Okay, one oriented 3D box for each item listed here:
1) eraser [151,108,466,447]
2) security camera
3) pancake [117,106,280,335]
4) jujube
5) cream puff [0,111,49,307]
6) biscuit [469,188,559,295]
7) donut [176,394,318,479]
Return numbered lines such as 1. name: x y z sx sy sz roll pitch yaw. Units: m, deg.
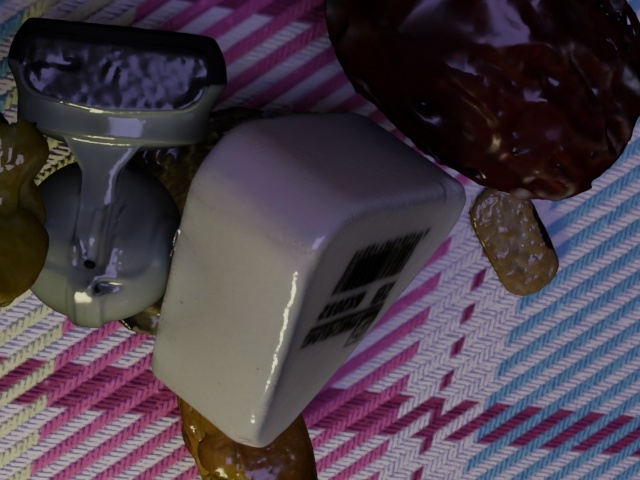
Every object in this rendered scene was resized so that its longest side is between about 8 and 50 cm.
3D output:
1. eraser: 0.000 0.000 1.562 0.150 0.331 0.331 34 103 17
2. security camera: -0.193 -0.056 1.523 0.197 0.191 0.277 5 97 -6
3. pancake: -0.090 -0.004 1.706 0.288 0.033 0.286 -43 121 4
4. jujube: 0.160 -0.196 1.584 0.258 0.258 0.376 -46 116 6
5. cream puff: -0.392 -0.022 1.404 0.269 0.323 0.274 -19 128 -33
6. biscuit: 0.212 0.000 1.817 0.071 0.018 0.147 -31 121 -1
7. donut: -0.073 0.226 1.713 0.113 0.226 0.227 -18 118 -10
